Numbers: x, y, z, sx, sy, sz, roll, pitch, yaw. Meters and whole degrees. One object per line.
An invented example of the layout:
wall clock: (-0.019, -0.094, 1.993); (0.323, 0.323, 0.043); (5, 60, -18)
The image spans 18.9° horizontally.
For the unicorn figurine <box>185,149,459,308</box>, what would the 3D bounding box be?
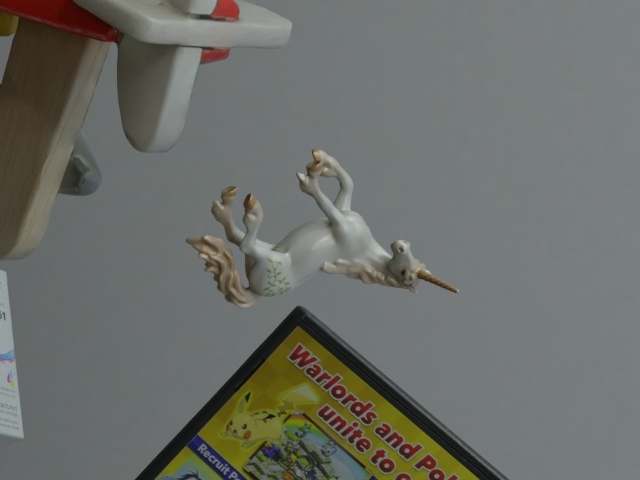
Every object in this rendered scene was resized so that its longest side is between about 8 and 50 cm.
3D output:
unicorn figurine: (0.000, 0.000, 1.304); (0.060, 0.162, 0.111); (-78, 148, -66)

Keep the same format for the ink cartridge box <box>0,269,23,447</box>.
ink cartridge box: (-0.245, 0.072, 1.248); (0.052, 0.088, 0.122); (-23, -115, 27)

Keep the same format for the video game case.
video game case: (0.006, 0.206, 0.920); (0.248, 0.275, 0.035); (-47, 158, -9)

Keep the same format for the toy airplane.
toy airplane: (-0.185, -0.220, 1.439); (0.386, 0.272, 0.384); (-25, -90, 25)
